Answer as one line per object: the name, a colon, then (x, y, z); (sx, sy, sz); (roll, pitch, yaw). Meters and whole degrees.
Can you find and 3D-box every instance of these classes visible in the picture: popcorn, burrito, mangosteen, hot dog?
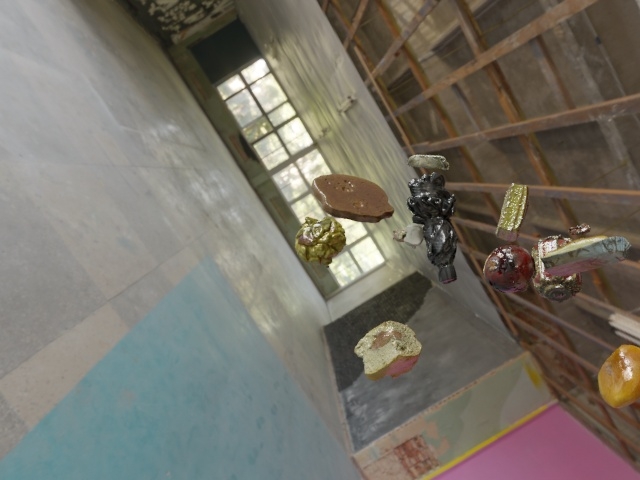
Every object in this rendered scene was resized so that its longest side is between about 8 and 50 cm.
popcorn: (-0.002, 0.001, 1.752); (0.189, 0.218, 0.169); (28, -29, 53)
burrito: (0.440, -0.328, 1.801); (0.230, 0.063, 0.058); (25, -71, 55)
mangosteen: (0.639, 0.095, 1.442); (0.180, 0.166, 0.166); (9, 34, -32)
hot dog: (0.870, 0.049, 1.439); (0.163, 0.270, 0.081); (21, 62, -28)

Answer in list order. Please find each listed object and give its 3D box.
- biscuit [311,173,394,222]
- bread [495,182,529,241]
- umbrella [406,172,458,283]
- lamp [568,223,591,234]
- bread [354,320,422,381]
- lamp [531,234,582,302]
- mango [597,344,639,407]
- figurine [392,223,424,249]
biscuit: (0.108, -0.141, 1.447); (0.257, 0.273, 0.049); (-116, -144, -45)
bread: (0.896, -0.125, 2.006); (0.111, 0.234, 0.184); (16, -10, 20)
umbrella: (0.342, -0.040, 1.311); (0.128, 0.155, 0.336); (142, -51, -68)
lamp: (0.936, -0.038, 1.558); (0.031, 0.063, 0.083); (58, 16, -3)
bread: (0.294, 0.449, 1.749); (0.211, 0.224, 0.183); (13, 41, -33)
lamp: (0.935, 0.109, 1.719); (0.177, 0.177, 0.273); (57, 39, -41)
mango: (1.126, 0.505, 1.609); (0.154, 0.252, 0.126); (14, -30, 48)
figurine: (0.293, -0.023, 1.437); (0.098, 0.081, 0.146); (26, 1, 1)
